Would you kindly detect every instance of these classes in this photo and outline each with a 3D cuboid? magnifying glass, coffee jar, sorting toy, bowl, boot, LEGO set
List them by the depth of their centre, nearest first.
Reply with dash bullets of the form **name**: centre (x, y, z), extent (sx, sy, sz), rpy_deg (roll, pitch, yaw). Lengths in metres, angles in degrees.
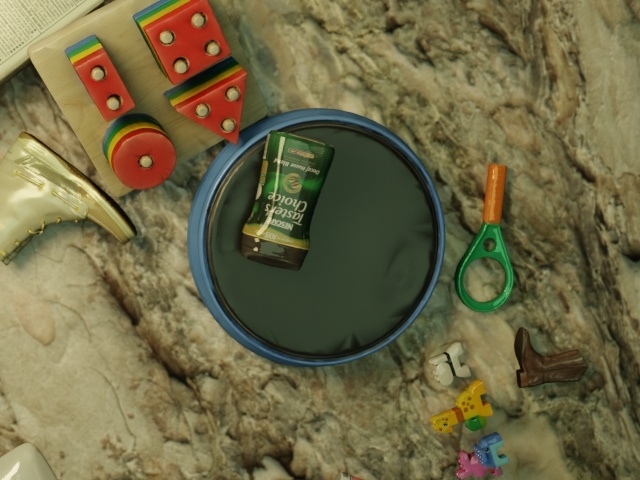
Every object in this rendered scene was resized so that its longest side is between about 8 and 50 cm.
- **sorting toy**: centre (-0.213, -0.199, 1.369), extent (0.257, 0.089, 0.255), rpy_deg (-30, 131, -8)
- **coffee jar**: centre (-0.048, -0.054, 1.404), extent (0.096, 0.079, 0.184), rpy_deg (14, 93, -12)
- **boot**: centre (-0.381, -0.026, 1.420), extent (0.213, 0.077, 0.165), rpy_deg (40, 87, -7)
- **bowl**: centre (0.000, 0.000, 1.498), extent (0.391, 0.077, 0.391), rpy_deg (-1, 96, -11)
- **LEGO set**: centre (0.216, 0.283, 1.564), extent (0.093, 0.087, 0.227), rpy_deg (-20, 98, -9)
- **magnifying glass**: centre (0.262, -0.003, 1.578), extent (0.092, 0.026, 0.231), rpy_deg (5, 96, -11)
- **boot**: centre (0.367, 0.180, 1.608), extent (0.114, 0.037, 0.106), rpy_deg (-6, 110, -7)

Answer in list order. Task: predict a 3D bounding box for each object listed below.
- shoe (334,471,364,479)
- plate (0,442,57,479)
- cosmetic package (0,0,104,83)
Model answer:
- **shoe**: centre (0.038, 0.451, 1.556), extent (0.081, 0.063, 0.178), rpy_deg (21, 87, -7)
- **plate**: centre (-0.462, 0.478, 1.451), extent (0.277, 0.045, 0.278), rpy_deg (-32, 102, -15)
- **cosmetic package**: centre (-0.450, -0.285, 1.354), extent (0.296, 0.129, 0.153), rpy_deg (-38, 103, -6)
